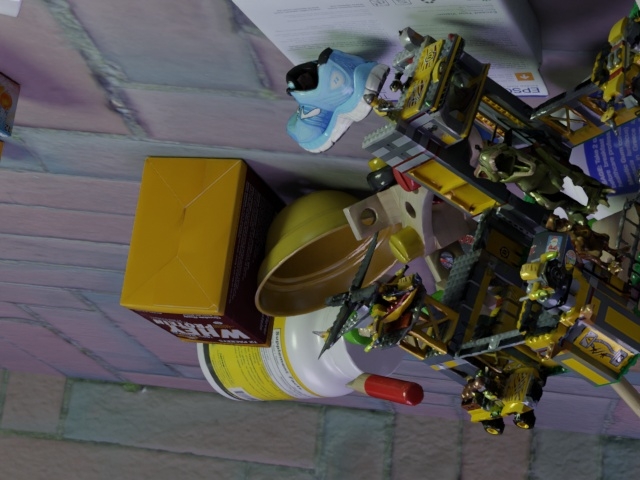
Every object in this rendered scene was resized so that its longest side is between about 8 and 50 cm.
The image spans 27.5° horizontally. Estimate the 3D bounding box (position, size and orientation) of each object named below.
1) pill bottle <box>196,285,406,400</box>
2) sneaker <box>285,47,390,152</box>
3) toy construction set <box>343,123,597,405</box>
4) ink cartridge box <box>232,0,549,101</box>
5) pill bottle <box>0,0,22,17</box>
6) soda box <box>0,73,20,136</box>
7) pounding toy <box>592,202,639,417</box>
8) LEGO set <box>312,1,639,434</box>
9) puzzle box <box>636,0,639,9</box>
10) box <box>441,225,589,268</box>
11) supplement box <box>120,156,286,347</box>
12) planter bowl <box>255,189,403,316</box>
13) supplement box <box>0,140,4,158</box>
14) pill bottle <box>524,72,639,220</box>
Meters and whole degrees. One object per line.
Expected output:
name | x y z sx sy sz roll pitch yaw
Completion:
pill bottle | -0.029 0.157 2.073 0.188 0.187 0.334 21 159 -39
sneaker | 0.001 -0.132 1.156 0.073 0.063 0.162 30 156 -11
toy construction set | 0.112 0.030 1.402 0.257 0.309 0.237 42 163 -18
ink cartridge box | 0.068 -0.182 1.112 0.223 0.045 0.224 1 163 22
pill bottle | -0.320 -0.234 1.001 0.194 0.108 0.108 12 163 -16
soda box | -0.392 -0.165 1.351 0.058 0.062 0.183 -1 162 27
pounding toy | 0.259 0.068 1.078 0.206 0.181 0.094 7 167 -15
LEGO set | 0.126 -0.046 0.969 0.192 0.331 0.255 31 161 -21
puzzle box | 0.353 -0.142 0.832 0.272 0.052 0.409 -5 137 35
box | 0.258 0.026 1.677 0.233 0.044 0.159 6 168 45
supplement box | -0.139 0.019 1.638 0.129 0.191 0.194 3 164 18
planter bowl | 0.000 0.000 1.628 0.217 0.090 0.217 -23 156 -11
supplement box | -0.448 -0.115 1.601 0.098 0.036 0.062 21 159 -38
pill bottle | 0.309 -0.088 1.133 0.152 0.152 0.272 21 160 -39
